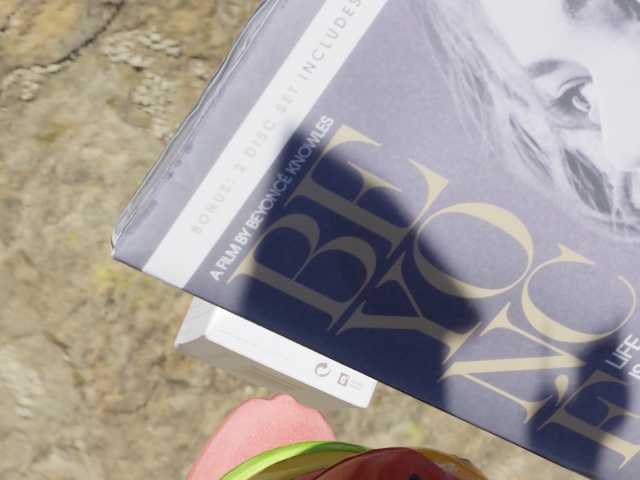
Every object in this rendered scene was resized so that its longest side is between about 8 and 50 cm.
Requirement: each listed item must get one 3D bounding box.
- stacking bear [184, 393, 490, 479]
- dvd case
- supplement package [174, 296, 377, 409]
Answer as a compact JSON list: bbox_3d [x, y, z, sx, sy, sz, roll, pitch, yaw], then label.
[{"bbox_3d":[0.011,0.155,0.552,0.175,0.289,0.164,36,75,1],"label":"stacking bear"},{"bbox_3d":[0.081,-0.012,0.342,0.221,0.018,0.164,27,117,-21],"label":"dvd case"},{"bbox_3d":[0.000,0.000,0.774,0.105,0.105,0.179,25,76,-11],"label":"supplement package"}]
